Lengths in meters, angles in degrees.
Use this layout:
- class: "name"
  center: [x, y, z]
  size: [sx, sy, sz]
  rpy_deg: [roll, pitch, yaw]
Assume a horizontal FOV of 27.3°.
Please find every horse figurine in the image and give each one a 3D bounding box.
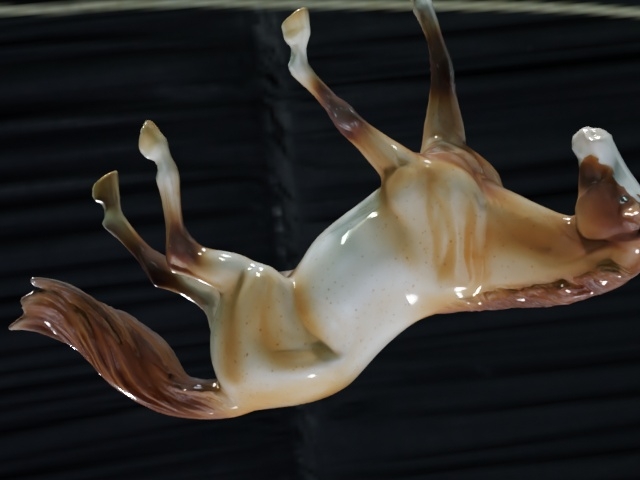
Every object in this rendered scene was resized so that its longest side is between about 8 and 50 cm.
- class: "horse figurine"
  center: [0.000, 0.000, 0.577]
  size: [0.174, 0.263, 0.066]
  rpy_deg: [57, -173, 10]
